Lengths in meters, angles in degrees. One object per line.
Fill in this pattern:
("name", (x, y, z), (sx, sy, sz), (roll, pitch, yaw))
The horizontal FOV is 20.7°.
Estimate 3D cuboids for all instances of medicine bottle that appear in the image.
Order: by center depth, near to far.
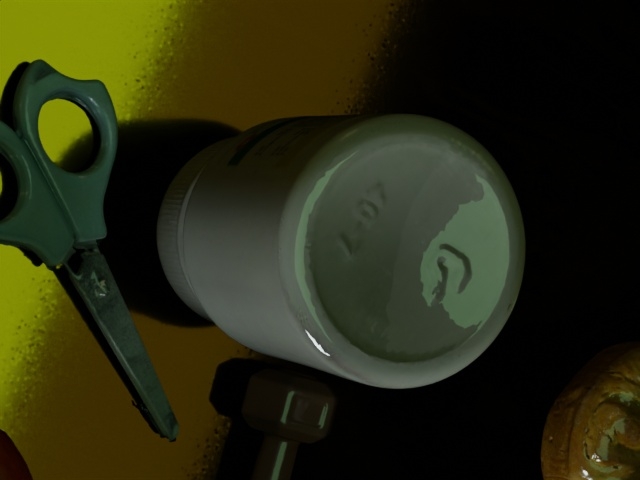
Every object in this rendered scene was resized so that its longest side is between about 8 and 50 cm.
("medicine bottle", (0.000, 0.000, 1.446), (0.208, 0.340, 0.208), (-2, 94, -23))

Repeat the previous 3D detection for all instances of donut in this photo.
("donut", (0.325, 0.208, 1.727), (0.227, 0.114, 0.226), (-2, 94, -24))

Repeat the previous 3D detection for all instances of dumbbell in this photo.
("dumbbell", (-0.050, 0.230, 1.579), (0.092, 0.082, 0.231), (18, 86, -25))

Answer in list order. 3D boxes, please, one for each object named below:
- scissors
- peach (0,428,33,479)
("scissors", (-0.204, 0.025, 1.521), (0.191, 0.029, 0.360), (-37, 112, -32))
("peach", (-0.353, 0.236, 1.365), (0.281, 0.238, 0.281), (5, 68, -12))
